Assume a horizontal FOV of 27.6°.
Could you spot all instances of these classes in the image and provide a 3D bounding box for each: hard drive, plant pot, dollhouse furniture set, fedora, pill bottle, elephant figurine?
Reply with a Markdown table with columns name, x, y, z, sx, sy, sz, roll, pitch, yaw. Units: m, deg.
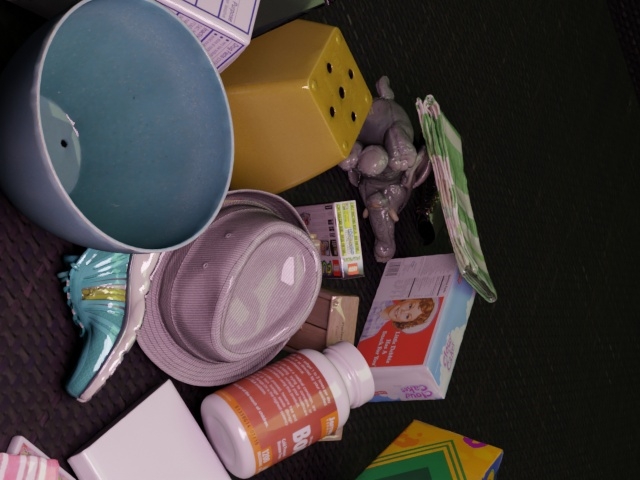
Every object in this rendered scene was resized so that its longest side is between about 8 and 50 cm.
| name | x | y | z | sx | sy | sz | roll | pitch | yaw |
| --- | --- | --- | --- | --- | --- | --- | --- | --- | --- |
| hard drive | -0.173 | 0.352 | 1.647 | 0.307 | 0.040 | 0.203 | 59 | 33 | -6 |
| plant pot | -0.048 | -0.203 | 1.907 | 0.212 | 0.187 | 0.212 | 61 | 38 | -34 |
| dollhouse furniture set | -0.146 | 0.128 | 1.833 | 0.356 | 0.174 | 0.303 | 2 | 96 | -31 |
| fedora | -0.098 | 0.069 | 1.678 | 0.275 | 0.124 | 0.243 | -48 | 117 | -16 |
| pill bottle | -0.040 | 0.219 | 1.738 | 0.216 | 0.121 | 0.121 | -25 | 110 | -24 |
| plant pot | -0.267 | -0.118 | 1.487 | 0.290 | 0.195 | 0.290 | 13 | 72 | -48 |
| elephant figurine | 0.108 | -0.116 | 2.232 | 0.169 | 0.186 | 0.239 | 52 | -6 | 38 |

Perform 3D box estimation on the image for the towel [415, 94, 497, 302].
| name | x | y | z | sx | sy | sz | roll | pitch | yaw |
| --- | --- | --- | --- | --- | --- | --- | --- | --- | --- |
| towel | 0.243 | -0.070 | 2.265 | 0.248 | 0.038 | 0.324 | 38 | 37 | -68 |

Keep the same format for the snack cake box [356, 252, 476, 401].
| name | x | y | z | sx | sy | sz | roll | pitch | yaw |
| --- | --- | --- | --- | --- | --- | --- | --- | --- | --- |
| snack cake box | 0.164 | 0.148 | 2.249 | 0.089 | 0.152 | 0.264 | 60 | 38 | -37 |

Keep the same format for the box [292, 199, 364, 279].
| name | x | y | z | sx | sy | sz | roll | pitch | yaw |
| --- | --- | --- | --- | --- | --- | --- | --- | --- | --- |
| box | 0.000 | 0.000 | 1.959 | 0.036 | 0.207 | 0.114 | -8 | 93 | -23 |

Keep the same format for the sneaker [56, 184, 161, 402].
| name | x | y | z | sx | sy | sz | roll | pitch | yaw |
| --- | --- | --- | --- | --- | --- | --- | --- | --- | --- |
| sneaker | -0.272 | 0.061 | 1.592 | 0.110 | 0.107 | 0.275 | 19 | 72 | -22 |

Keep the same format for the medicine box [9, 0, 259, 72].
| name | x | y | z | sx | sy | sz | roll | pitch | yaw |
| --- | --- | --- | --- | --- | --- | --- | --- | --- | --- |
| medicine box | -0.212 | -0.372 | 1.579 | 0.289 | 0.149 | 0.263 | 24 | 61 | -24 |

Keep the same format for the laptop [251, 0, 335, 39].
| name | x | y | z | sx | sy | sz | roll | pitch | yaw |
| --- | --- | --- | --- | --- | --- | --- | --- | --- | --- |
| laptop | -0.140 | -0.493 | 1.842 | 0.408 | 0.236 | 0.382 | -66 | 139 | -63 |

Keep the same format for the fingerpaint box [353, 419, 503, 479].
| name | x | y | z | sx | sy | sz | roll | pitch | yaw |
| --- | --- | --- | --- | --- | --- | --- | --- | --- | --- |
| fingerpaint box | 0.099 | 0.543 | 1.916 | 0.371 | 0.163 | 0.444 | -30 | 133 | -60 |

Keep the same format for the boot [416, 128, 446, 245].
| name | x | y | z | sx | sy | sz | roll | pitch | yaw |
| --- | --- | --- | --- | --- | --- | --- | --- | --- | --- |
| boot | 0.212 | -0.102 | 2.459 | 0.137 | 0.077 | 0.197 | -48 | 125 | -46 |

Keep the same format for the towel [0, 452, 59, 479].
| name | x | y | z | sx | sy | sz | roll | pitch | yaw |
| --- | --- | --- | --- | --- | --- | --- | --- | --- | --- |
| towel | -0.364 | 0.298 | 1.406 | 0.197 | 0.029 | 0.144 | 19 | 65 | -49 |

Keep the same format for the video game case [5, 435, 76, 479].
| name | x | y | z | sx | sy | sz | roll | pitch | yaw |
| --- | --- | --- | --- | --- | --- | --- | --- | --- | --- |
| video game case | -0.329 | 0.326 | 1.503 | 0.157 | 0.019 | 0.143 | 52 | 42 | -41 |
